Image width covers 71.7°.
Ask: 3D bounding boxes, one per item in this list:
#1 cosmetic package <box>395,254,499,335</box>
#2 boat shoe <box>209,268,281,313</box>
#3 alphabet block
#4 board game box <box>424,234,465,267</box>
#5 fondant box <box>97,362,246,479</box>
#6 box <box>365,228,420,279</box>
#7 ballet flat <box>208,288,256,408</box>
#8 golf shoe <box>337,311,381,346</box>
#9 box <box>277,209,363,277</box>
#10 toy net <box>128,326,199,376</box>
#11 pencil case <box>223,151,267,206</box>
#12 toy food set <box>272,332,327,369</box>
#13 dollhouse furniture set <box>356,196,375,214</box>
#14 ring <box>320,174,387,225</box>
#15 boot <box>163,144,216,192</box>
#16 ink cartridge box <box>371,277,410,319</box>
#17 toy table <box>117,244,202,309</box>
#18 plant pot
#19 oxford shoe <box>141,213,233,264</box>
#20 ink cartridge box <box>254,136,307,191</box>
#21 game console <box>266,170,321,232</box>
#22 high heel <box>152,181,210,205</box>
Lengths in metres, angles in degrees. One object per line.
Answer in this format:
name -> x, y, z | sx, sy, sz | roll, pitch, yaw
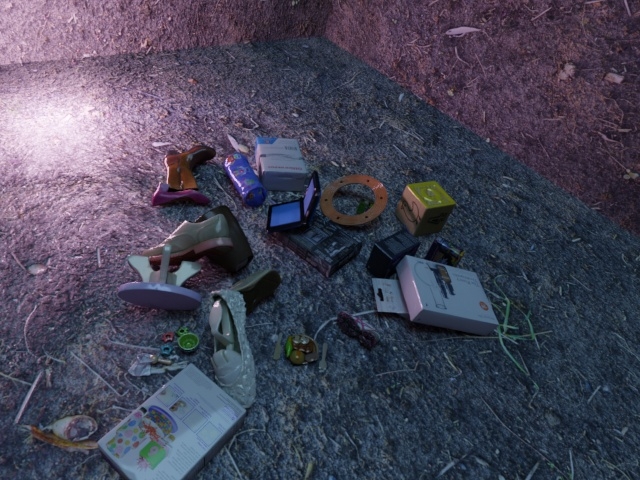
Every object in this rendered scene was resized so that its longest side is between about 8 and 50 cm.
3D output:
cosmetic package -> 0.521, 0.228, 1.840 | 0.378, 0.097, 0.284 | 14, 43, -21
boat shoe -> -0.292, 0.203, 1.681 | 0.302, 0.109, 0.098 | -35, 25, -28
alphabet block -> 0.521, -0.159, 2.223 | 0.194, 0.197, 0.192 | -12, 49, -27
board game box -> 0.553, 0.079, 2.001 | 0.141, 0.170, 0.048 | 32, 46, 18
fondant box -> -0.414, 0.551, 1.272 | 0.238, 0.096, 0.330 | 34, 44, 18
box -> 0.321, 0.063, 1.964 | 0.207, 0.153, 0.108 | -26, 57, -35
ballet flat -> -0.308, 0.341, 1.442 | 0.147, 0.147, 0.408 | -3, 57, -19
golf shoe -> 0.146, 0.336, 1.698 | 0.186, 0.067, 0.086 | 36, 19, 21
box -> 0.000, 0.000, 1.988 | 0.308, 0.076, 0.242 | 35, 46, 21
toy net -> -0.527, 0.362, 1.472 | 0.232, 0.045, 0.122 | -23, 55, -34
pencil case -> -0.365, -0.300, 2.161 | 0.133, 0.119, 0.306 | -26, 55, -13
toy food set -> -0.065, 0.387, 1.588 | 0.192, 0.038, 0.132 | 12, 42, -4
dollhouse furniture set -> 0.243, -0.176, 2.286 | 0.076, 0.058, 0.152 | 26, 24, 21
ring -> 0.166, -0.200, 2.212 | 0.337, 0.032, 0.336 | -6, 52, 8
boot -> -0.624, -0.348, 2.155 | 0.265, 0.096, 0.280 | -5, 47, -22
ink cartridge box -> 0.330, 0.245, 1.852 | 0.225, 0.056, 0.180 | 3, 44, -8
toy table -> -0.557, 0.141, 1.576 | 0.275, 0.252, 0.160 | 16, 56, -27
plant pot -> -0.385, 0.014, 1.789 | 0.230, 0.215, 0.215 | 48, 50, 10
oxford shoe -> -0.510, 0.006, 1.675 | 0.398, 0.140, 0.146 | -13, 77, 16
ink cartridge box -> -0.212, -0.398, 2.305 | 0.224, 0.128, 0.307 | 0, 45, -17
game console -> -0.121, -0.178, 1.986 | 0.174, 0.250, 0.293 | 16, 26, -13
high heel -> -0.630, -0.178, 2.007 | 0.244, 0.082, 0.117 | 18, 70, -17
